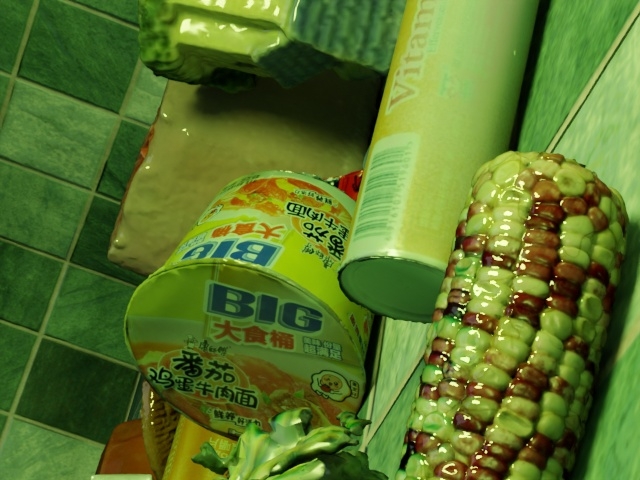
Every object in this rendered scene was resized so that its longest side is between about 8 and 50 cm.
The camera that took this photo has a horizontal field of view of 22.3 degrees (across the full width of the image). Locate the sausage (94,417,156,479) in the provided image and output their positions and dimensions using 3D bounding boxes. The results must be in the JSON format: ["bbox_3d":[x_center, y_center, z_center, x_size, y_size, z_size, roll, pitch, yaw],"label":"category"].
[{"bbox_3d":[-0.203,0.324,1.843,0.153,0.141,0.268,120,170,-52],"label":"sausage"}]

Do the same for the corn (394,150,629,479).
[{"bbox_3d":[0.083,0.081,0.758,0.086,0.086,0.253,136,151,-72],"label":"corn"}]

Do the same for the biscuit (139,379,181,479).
[{"bbox_3d":[-0.129,0.192,1.692,0.188,0.027,0.188,33,-127,-58],"label":"biscuit"}]

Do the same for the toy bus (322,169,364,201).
[{"bbox_3d":[0.000,0.000,1.472,0.195,0.089,0.081,124,163,-59],"label":"toy bus"}]

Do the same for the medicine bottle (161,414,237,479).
[{"bbox_3d":[-0.103,0.220,1.593,0.096,0.096,0.192,120,168,-49],"label":"medicine bottle"}]

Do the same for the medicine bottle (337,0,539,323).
[{"bbox_3d":[0.100,-0.149,1.128,0.108,0.108,0.426,126,161,-63],"label":"medicine bottle"}]

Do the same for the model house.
[{"bbox_3d":[0.010,-0.279,1.537,0.261,0.266,0.321,24,-100,-68],"label":"model house"}]

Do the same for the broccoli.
[{"bbox_3d":[-0.075,0.197,0.914,0.198,0.275,0.177,9,103,62],"label":"broccoli"}]

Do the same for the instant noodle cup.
[{"bbox_3d":[-0.044,0.047,1.319,0.153,0.205,0.205,-69,5,-47],"label":"instant noodle cup"}]

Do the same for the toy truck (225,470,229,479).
[{"bbox_3d":[-0.052,0.261,1.209,0.092,0.083,0.192,116,170,-68],"label":"toy truck"}]

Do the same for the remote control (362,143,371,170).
[{"bbox_3d":[0.071,-0.089,1.449,0.043,0.027,0.152,-66,8,-17],"label":"remote control"}]

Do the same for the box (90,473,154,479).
[{"bbox_3d":[-0.190,0.368,1.591,0.155,0.067,0.243,74,-165,-61],"label":"box"}]

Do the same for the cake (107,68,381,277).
[{"bbox_3d":[-0.079,-0.093,1.759,0.309,0.230,0.237,-81,11,-52],"label":"cake"}]
